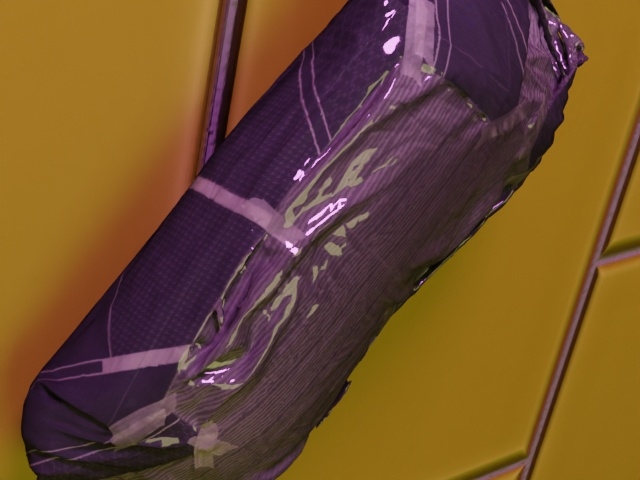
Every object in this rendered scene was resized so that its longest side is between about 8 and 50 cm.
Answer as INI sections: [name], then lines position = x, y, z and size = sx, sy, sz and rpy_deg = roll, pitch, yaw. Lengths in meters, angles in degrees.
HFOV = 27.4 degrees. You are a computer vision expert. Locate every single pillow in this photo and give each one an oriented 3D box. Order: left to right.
[pillow]
position = 0.000, 0.000, 0.615
size = 0.335, 0.092, 0.161
rpy_deg = -52, 146, -1
